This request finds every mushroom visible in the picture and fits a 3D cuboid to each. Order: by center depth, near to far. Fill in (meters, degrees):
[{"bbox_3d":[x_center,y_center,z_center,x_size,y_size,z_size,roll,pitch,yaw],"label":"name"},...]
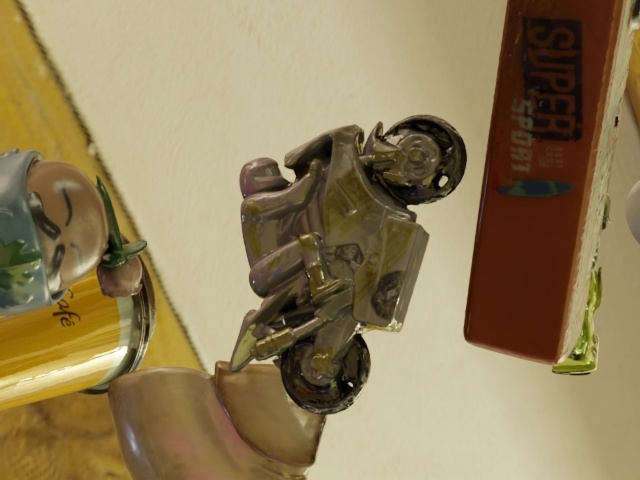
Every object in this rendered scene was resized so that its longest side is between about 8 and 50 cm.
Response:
[{"bbox_3d":[-0.084,0.190,1.200,0.173,0.162,0.236,2,-20,-6],"label":"mushroom"}]

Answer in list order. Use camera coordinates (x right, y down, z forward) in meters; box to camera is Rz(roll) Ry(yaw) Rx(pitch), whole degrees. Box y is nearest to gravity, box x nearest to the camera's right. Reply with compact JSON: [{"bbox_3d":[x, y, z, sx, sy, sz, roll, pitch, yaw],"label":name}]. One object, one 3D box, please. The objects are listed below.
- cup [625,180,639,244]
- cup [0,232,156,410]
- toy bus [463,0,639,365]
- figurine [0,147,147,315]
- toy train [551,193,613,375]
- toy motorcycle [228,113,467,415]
[{"bbox_3d":[0.382,-0.028,1.497,0.099,0.136,0.133,-18,-15,-26],"label":"cup"},{"bbox_3d":[-0.306,0.082,1.495,0.196,0.280,0.196,10,-73,35],"label":"cup"},{"bbox_3d":[0.167,-0.088,1.075,0.093,0.092,0.408,14,-55,16],"label":"toy bus"},{"bbox_3d":[-0.186,-0.014,0.986,0.145,0.178,0.114,-1,-75,-14],"label":"figurine"},{"bbox_3d":[0.232,-0.006,1.386,0.053,0.249,0.085,-3,-24,31],"label":"toy train"},{"bbox_3d":[0.000,0.000,1.068,0.152,0.073,0.225,23,-94,18],"label":"toy motorcycle"}]
